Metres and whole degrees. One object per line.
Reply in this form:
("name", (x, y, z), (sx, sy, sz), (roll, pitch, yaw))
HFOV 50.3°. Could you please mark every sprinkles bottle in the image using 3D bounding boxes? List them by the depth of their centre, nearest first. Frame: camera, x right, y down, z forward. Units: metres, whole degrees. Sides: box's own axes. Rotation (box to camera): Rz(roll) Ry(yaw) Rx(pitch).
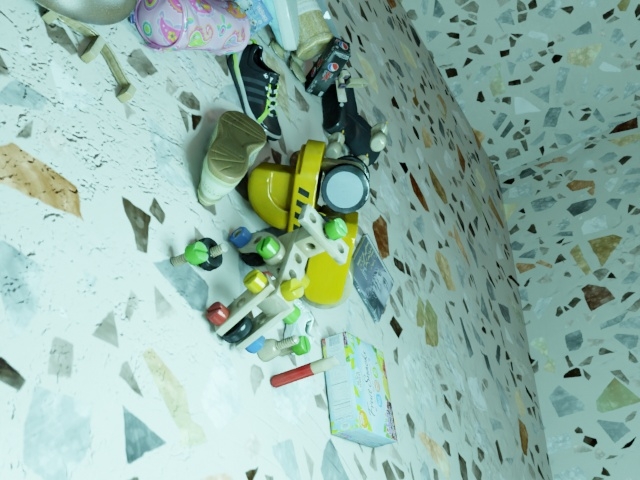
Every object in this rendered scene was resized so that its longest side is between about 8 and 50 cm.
("sprinkles bottle", (-0.086, -0.679, 1.874), (0.355, 0.121, 0.121), (64, 25, 2))

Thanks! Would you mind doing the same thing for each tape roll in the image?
("tape roll", (-0.011, -0.676, 2.035), (0.219, 0.072, 0.219), (-24, 90, -83))

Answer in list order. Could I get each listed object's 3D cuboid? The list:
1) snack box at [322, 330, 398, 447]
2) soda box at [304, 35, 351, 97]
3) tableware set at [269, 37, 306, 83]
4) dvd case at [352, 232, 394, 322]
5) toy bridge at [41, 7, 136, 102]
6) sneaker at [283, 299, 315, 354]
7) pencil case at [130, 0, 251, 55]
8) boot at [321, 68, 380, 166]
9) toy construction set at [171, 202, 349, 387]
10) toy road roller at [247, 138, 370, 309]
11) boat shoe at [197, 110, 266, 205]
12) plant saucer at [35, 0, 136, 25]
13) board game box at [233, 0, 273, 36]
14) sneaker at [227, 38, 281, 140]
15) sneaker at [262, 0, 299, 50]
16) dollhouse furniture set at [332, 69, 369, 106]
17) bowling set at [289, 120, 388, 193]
("snack box", (0.083, 0.319, 1.447), (0.174, 0.070, 0.207), (37, 37, -48))
("soda box", (0.018, -0.475, 1.874), (0.053, 0.169, 0.060), (16, 50, -25))
("tableware set", (-0.087, -0.512, 1.872), (0.168, 0.020, 0.141), (49, 27, -29))
("dvd case", (0.135, 0.095, 1.806), (0.164, 0.018, 0.221), (60, 25, -15))
("toy bridge", (-0.374, -0.315, 1.122), (0.188, 0.026, 0.063), (50, 28, -33))
("sneaker", (-0.044, 0.147, 1.352), (0.054, 0.061, 0.152), (24, 46, -54))
("pencil case", (-0.251, -0.433, 1.370), (0.124, 0.124, 0.284), (65, 26, -4))
("boot", (0.099, -0.358, 2.023), (0.207, 0.094, 0.246), (38, 44, -40))
("toy construction set", (-0.045, 0.085, 1.189), (0.309, 0.237, 0.257), (64, 25, -8))
("toy road roller", (-0.033, -0.043, 1.408), (0.202, 0.240, 0.329), (-72, 171, -76))
("boat shoe", (-0.181, -0.170, 1.336), (0.104, 0.089, 0.285), (33, 30, -9))
("plant saucer", (-0.417, -0.496, 1.103), (0.310, 0.050, 0.310), (31, 44, -35))
("board game box", (-0.174, -0.554, 1.667), (0.090, 0.090, 0.020), (54, -17, -25))
("sneaker", (-0.132, -0.343, 1.547), (0.234, 0.097, 0.084), (66, 25, -2))
("sneaker", (-0.158, -0.650, 1.723), (0.135, 0.150, 0.366), (-72, 148, -59))
("dollhouse furniture set", (0.095, -0.421, 1.907), (0.114, 0.091, 0.081), (-6, 82, -27))
("bowling set", (0.035, -0.197, 1.678), (0.200, 0.287, 0.154), (27, 26, -5))
